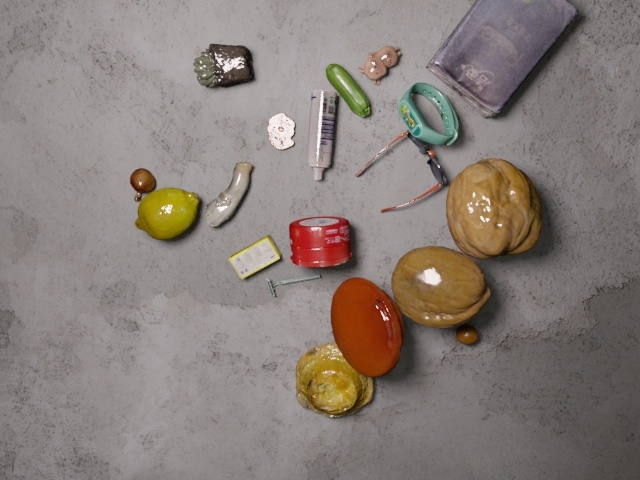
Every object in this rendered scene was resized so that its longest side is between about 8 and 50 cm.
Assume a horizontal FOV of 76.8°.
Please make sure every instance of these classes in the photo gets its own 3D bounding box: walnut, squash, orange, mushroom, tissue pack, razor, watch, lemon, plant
[{"bbox_3d":[0.419,0.162,1.417,0.332,0.333,0.333,1,102,2],"label":"walnut"},{"bbox_3d":[0.098,-0.523,1.406,0.219,0.077,0.068,51,59,-9],"label":"squash"},{"bbox_3d":[0.570,0.369,1.572,0.085,0.085,0.085,1,102,2],"label":"orange"},{"bbox_3d":[-0.668,-0.202,1.509,0.088,0.073,0.129,12,107,-31],"label":"mushroom"},{"bbox_3d":[0.573,-0.112,1.356,0.306,0.306,0.344,-13,74,5],"label":"walnut"},{"bbox_3d":[-0.249,0.062,1.549,0.176,0.062,0.095,-29,101,7],"label":"tissue pack"},{"bbox_3d":[-0.102,0.157,1.582,0.211,0.036,0.084,-14,125,-1],"label":"razor"},{"bbox_3d":[0.367,-0.421,1.363,0.195,0.068,0.237,-20,74,-29],"label":"watch"},{"bbox_3d":[0.586,-0.653,1.331,0.288,0.124,0.394,37,101,-5],"label":"tissue pack"},{"bbox_3d":[-0.334,-0.168,1.494,0.099,0.096,0.278,25,105,-49],"label":"mushroom"},{"bbox_3d":[-0.549,-0.101,1.472,0.248,0.184,0.184,-25,100,-3],"label":"lemon"},{"bbox_3d":[-0.333,-0.598,1.383,0.194,0.129,0.132,-6,99,0],"label":"plant"}]

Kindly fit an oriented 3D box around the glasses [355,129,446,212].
[{"bbox_3d":[0.285,-0.232,1.437,0.268,0.118,0.234,-35,100,9],"label":"glasses"}]

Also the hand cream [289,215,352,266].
[{"bbox_3d":[0.000,0.000,1.445,0.230,0.230,0.149,-1,102,3],"label":"hand cream"}]

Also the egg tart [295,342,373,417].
[{"bbox_3d":[0.055,0.577,1.614,0.341,0.129,0.341,0,104,2],"label":"egg tart"}]

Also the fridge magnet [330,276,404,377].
[{"bbox_3d":[0.165,0.311,1.472,0.155,0.363,0.364,-10,104,-34],"label":"fridge magnet"}]

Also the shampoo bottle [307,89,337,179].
[{"bbox_3d":[0.002,-0.369,1.434,0.092,0.092,0.303,5,103,2],"label":"shampoo bottle"}]

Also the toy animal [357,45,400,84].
[{"bbox_3d":[0.209,-0.606,1.386,0.150,0.089,0.083,-35,76,12],"label":"toy animal"}]

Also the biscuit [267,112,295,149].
[{"bbox_3d":[-0.141,-0.397,1.470,0.102,0.019,0.130,-2,102,4],"label":"biscuit"}]
